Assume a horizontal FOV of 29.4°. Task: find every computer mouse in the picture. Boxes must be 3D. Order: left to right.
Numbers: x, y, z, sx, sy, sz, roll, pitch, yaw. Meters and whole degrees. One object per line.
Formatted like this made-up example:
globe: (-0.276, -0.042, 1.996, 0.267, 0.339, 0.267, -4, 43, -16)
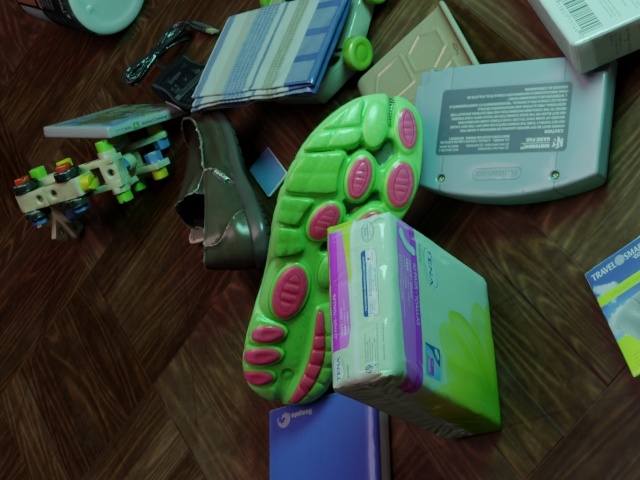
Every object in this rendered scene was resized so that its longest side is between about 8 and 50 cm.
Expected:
computer mouse: (-0.234, -0.318, 2.271, 0.262, 0.060, 0.184, 26, 69, 43)

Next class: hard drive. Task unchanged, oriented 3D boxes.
hard drive: (0.011, 0.381, 1.746, 0.210, 0.040, 0.319, -20, 60, 37)

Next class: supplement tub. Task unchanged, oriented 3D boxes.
supplement tub: (-0.521, -0.540, 2.540, 0.316, 0.193, 0.194, 23, 90, 46)

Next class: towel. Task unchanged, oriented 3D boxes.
towel: (-0.082, -0.309, 2.018, 0.285, 0.034, 0.209, -3, 57, 41)

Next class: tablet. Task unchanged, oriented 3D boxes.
tablet: (-0.088, -0.117, 2.079, 0.054, 0.006, 0.083, -51, 45, 16)

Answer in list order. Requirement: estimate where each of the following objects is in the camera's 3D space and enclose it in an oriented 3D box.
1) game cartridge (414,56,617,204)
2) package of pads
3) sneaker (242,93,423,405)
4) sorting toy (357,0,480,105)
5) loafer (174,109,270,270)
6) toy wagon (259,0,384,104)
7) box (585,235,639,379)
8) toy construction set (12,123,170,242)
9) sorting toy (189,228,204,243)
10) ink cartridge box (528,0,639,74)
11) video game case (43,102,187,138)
game cartridge: (0.261, -0.149, 1.694, 0.297, 0.062, 0.198, 1, 82, 36)
package of pads: (0.121, 0.111, 1.571, 0.101, 0.296, 0.229, -17, 60, 29)
sneaker: (0.000, 0.000, 1.779, 0.202, 0.185, 0.483, -97, 29, -71)
sorting toy: (0.157, -0.237, 1.878, 0.208, 0.038, 0.193, -44, 48, 27)
loafer: (-0.184, -0.091, 2.026, 0.130, 0.134, 0.366, -15, 45, -10)
toy wagon: (0.002, -0.399, 2.069, 0.267, 0.068, 0.345, 5, 76, 45)
box: (0.402, 0.071, 1.503, 0.109, 0.042, 0.178, -38, 51, 26)
toy construction set: (-0.442, -0.106, 2.282, 0.327, 0.215, 0.151, -30, 97, 32)
sorting toy: (-0.205, -0.048, 2.127, 0.083, 0.044, 0.075, 101, 167, -51)
ink cartridge box: (0.406, -0.387, 1.667, 0.261, 0.066, 0.296, -24, 49, 3)
video game case: (-0.381, -0.226, 2.288, 0.212, 0.193, 0.023, 6, 112, 45)
